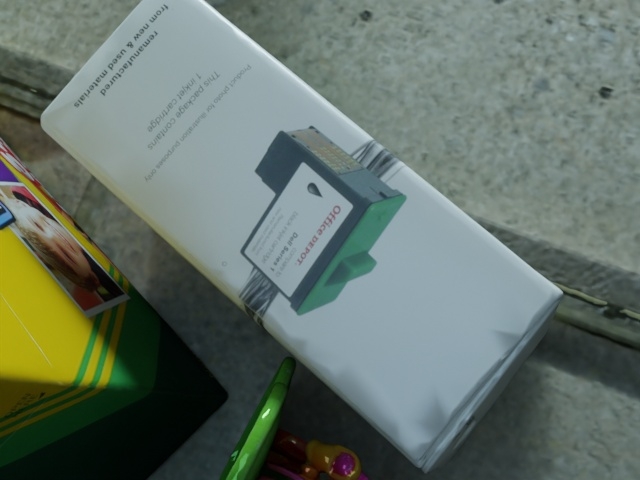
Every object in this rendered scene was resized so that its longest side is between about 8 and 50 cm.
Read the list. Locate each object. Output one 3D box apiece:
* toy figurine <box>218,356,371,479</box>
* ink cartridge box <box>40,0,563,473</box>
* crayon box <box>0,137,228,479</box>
[{"bbox_3d":[0.027,0.140,0.473,0.159,0.173,0.130,28,68,1],"label":"toy figurine"},{"bbox_3d":[0.000,0.000,0.492,0.219,0.160,0.092,40,89,13],"label":"ink cartridge box"},{"bbox_3d":[-0.230,-0.035,0.460,0.106,0.313,0.363,-44,76,0],"label":"crayon box"}]
